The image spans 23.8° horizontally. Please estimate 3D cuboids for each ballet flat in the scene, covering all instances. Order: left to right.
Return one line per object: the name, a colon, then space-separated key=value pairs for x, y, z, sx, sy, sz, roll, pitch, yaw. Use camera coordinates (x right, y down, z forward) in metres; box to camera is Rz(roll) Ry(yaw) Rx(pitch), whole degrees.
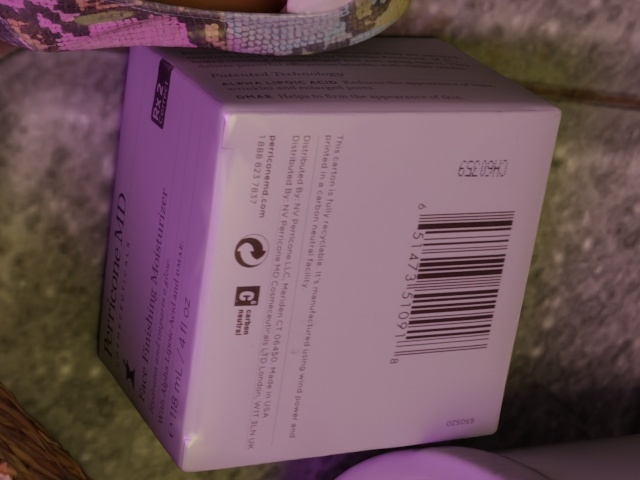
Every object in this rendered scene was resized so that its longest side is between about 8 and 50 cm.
ballet flat: x=-0.045 y=-0.126 z=0.685 sx=0.221 sy=0.077 sz=0.079 roll=-5 pitch=158 yaw=-24

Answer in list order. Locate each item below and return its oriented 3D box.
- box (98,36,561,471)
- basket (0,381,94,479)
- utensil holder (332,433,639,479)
box: x=0.000 y=0.000 z=0.749 sx=0.182 sy=0.119 sz=0.181 roll=-3 pitch=114 yaw=-27
basket: x=-0.219 y=0.142 z=0.636 sx=0.223 sy=0.213 sz=0.299 roll=-40 pitch=125 yaw=-8
utensil holder: x=0.213 y=0.260 z=0.849 sx=0.385 sy=0.327 sz=0.327 roll=-2 pitch=113 yaw=-35
